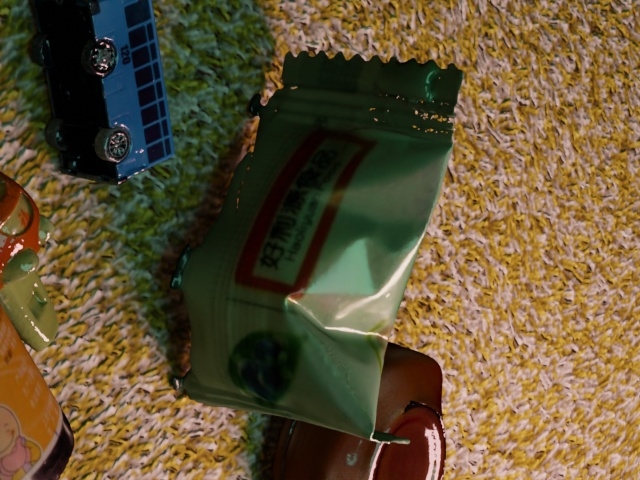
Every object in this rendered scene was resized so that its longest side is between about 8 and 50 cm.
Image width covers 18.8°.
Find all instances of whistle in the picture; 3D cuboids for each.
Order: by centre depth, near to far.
[{"bbox_3d":[-0.310,-0.015,1.730,0.288,0.106,0.131,60,30,-32],"label":"whistle"}]

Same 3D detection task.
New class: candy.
[{"bbox_3d":[0.004,0.001,1.971,0.172,0.263,0.398,20,85,-57],"label":"candy"}]

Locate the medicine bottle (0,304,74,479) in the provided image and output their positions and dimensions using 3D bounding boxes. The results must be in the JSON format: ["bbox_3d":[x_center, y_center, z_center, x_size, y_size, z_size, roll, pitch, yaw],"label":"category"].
[{"bbox_3d":[-0.392,0.081,1.594,0.242,0.242,0.395,-46,117,-30],"label":"medicine bottle"}]

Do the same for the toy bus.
[{"bbox_3d":[-0.205,-0.156,1.833,0.106,0.090,0.184,-28,121,-41],"label":"toy bus"}]

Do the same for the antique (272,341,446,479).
[{"bbox_3d":[0.050,0.247,2.177,0.223,0.129,0.278,35,76,-48],"label":"antique"}]
